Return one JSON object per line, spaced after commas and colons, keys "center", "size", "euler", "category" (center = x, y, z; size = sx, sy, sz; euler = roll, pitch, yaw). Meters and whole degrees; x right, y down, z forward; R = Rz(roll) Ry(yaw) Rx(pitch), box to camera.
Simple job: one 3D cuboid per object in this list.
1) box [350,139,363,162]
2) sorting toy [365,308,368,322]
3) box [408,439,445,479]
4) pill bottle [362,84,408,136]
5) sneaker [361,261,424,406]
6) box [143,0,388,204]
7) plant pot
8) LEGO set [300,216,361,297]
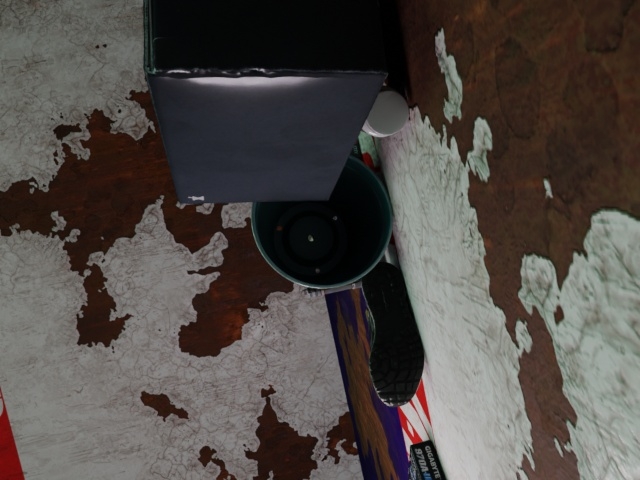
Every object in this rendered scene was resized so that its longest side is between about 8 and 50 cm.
{"center": [0.080, -0.118, 1.470], "size": [0.159, 0.044, 0.233], "euler": [138, 120, -84], "category": "box"}
{"center": [0.145, 0.160, 1.505], "size": [0.307, 0.041, 0.229], "euler": [89, 163, -67], "category": "sorting toy"}
{"center": [0.239, 0.557, 1.301], "size": [0.175, 0.051, 0.220], "euler": [82, 173, -46], "category": "box"}
{"center": [0.088, -0.202, 0.969], "size": [0.137, 0.078, 0.078], "euler": [-118, 16, -73], "category": "pill bottle"}
{"center": [0.146, 0.192, 1.267], "size": [0.124, 0.107, 0.283], "euler": [75, -170, -73], "category": "sneaker"}
{"center": [-0.107, -0.352, 0.984], "size": [0.480, 0.297, 0.472], "euler": [119, 149, -74], "category": "box"}
{"center": [-0.011, -0.026, 1.305], "size": [0.255, 0.271, 0.272], "euler": [128, 130, -79], "category": "plant pot"}
{"center": [0.000, 0.000, 1.670], "size": [0.255, 0.192, 0.331], "euler": [-114, 13, -67], "category": "LEGO set"}
